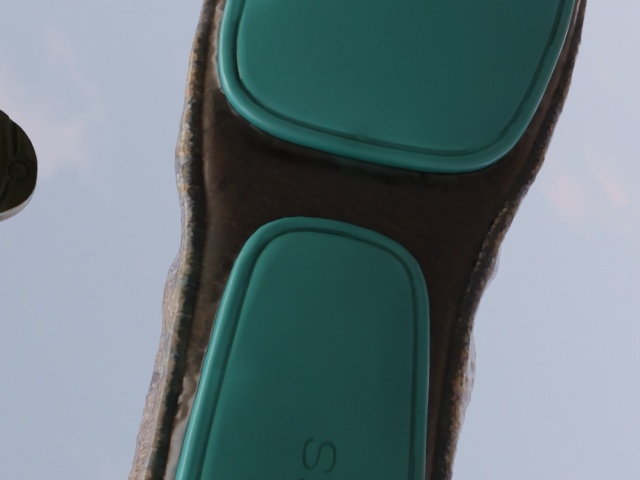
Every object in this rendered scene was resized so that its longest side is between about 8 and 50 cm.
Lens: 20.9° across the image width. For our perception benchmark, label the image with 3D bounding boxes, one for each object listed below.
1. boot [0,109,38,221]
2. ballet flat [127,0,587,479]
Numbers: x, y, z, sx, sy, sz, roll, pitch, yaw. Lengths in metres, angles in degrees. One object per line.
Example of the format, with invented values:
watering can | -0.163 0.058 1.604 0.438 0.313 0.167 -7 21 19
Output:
boot | -0.312 -0.024 1.172 0.236 0.269 0.089 12 -111 -7
ballet flat | 0.000 0.000 0.485 0.108 0.106 0.316 20 -117 -4
